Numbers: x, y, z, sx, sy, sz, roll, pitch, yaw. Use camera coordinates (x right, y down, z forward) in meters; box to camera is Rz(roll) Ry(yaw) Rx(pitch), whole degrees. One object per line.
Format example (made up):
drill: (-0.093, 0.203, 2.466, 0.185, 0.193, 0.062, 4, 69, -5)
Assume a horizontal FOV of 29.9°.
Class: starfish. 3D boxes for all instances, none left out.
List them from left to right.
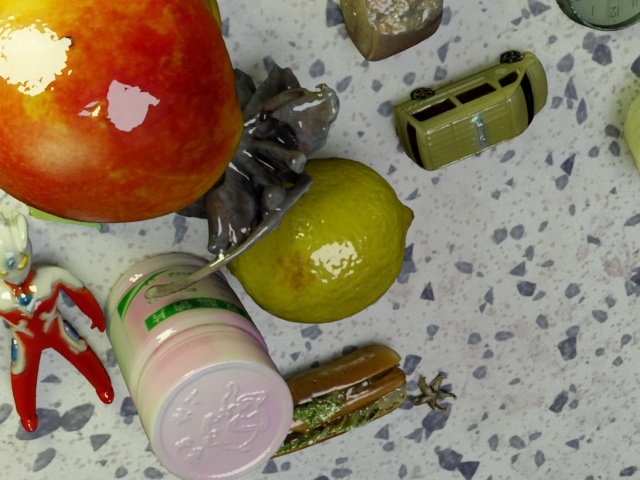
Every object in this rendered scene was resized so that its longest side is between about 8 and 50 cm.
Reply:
starfish: (0.200, 0.275, 2.149, 0.078, 0.028, 0.091, -38, 122, -8)

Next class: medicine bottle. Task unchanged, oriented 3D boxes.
medicine bottle: (-0.185, 0.177, 1.754, 0.212, 0.325, 0.212, -9, 119, -17)

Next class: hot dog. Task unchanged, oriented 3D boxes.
hot dog: (-0.007, 0.286, 2.022, 0.337, 0.100, 0.135, -20, 123, -13)

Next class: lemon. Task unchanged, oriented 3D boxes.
lemon: (0.000, 0.001, 1.790, 0.267, 0.267, 0.267, -10, 119, -18)

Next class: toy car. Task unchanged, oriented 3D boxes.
toy car: (0.249, -0.200, 1.864, 0.256, 0.124, 0.101, -23, 124, -10)

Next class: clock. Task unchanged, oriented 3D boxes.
clock: (0.465, -0.433, 1.885, 0.214, 0.042, 0.215, -10, 120, -19)

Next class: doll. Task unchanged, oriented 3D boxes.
doll: (-0.420, 0.112, 1.764, 0.188, 0.099, 0.384, -22, 125, -12)

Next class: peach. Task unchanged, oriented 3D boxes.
peach: (-0.290, -0.197, 1.502, 0.388, 0.388, 0.388, -10, 119, -18)

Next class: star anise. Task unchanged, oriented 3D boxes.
star anise: (-0.107, -0.100, 1.683, 0.359, 0.316, 0.139, -30, 133, 25)

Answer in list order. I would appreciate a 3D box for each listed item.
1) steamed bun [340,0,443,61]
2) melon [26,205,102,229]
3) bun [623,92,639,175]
steamed bun: (0.106, -0.354, 1.734, 0.144, 0.106, 0.175, -23, 120, -11)
melon: (-0.397, -0.120, 1.688, 0.114, 0.053, 0.262, -20, 120, 9)
bun: (0.627, -0.195, 2.018, 0.243, 0.153, 0.244, -8, 136, -7)
